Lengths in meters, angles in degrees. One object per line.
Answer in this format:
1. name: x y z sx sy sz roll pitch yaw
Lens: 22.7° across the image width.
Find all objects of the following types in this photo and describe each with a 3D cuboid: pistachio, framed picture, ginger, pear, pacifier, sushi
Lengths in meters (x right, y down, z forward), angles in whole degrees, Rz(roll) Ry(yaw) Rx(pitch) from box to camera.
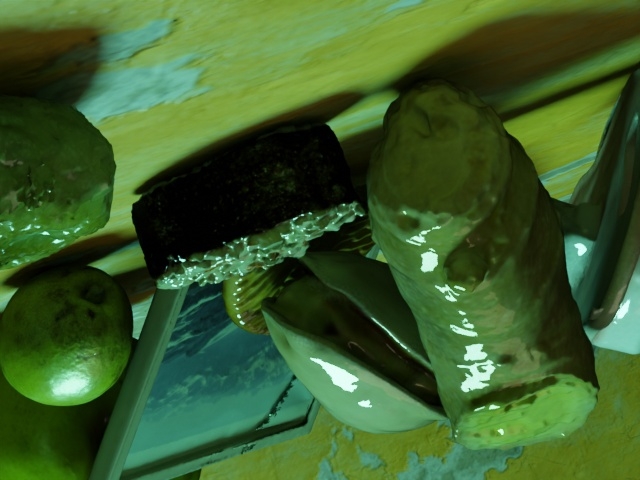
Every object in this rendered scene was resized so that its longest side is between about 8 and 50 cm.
1. pistachio: 0.038 0.080 1.241 0.126 0.152 0.223 -53 147 2
2. framed picture: -0.057 0.084 1.368 0.335 0.022 0.247 -7 121 -61
3. ginger: 0.115 0.029 1.116 0.126 0.354 0.190 -13 -144 8
4. pear: -0.242 0.196 1.468 0.253 0.253 0.307 -15 173 -37
5. pear: -0.193 0.072 1.225 0.107 0.107 0.131 -12 157 -47
6. pacifier: 0.200 -0.003 1.298 0.273 0.220 0.332 -17 151 -20
7. sushi: -0.051 -0.019 1.051 0.150 0.078 0.090 -21 172 14

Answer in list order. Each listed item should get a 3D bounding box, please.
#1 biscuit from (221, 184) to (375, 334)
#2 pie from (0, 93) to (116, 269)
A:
1. biscuit: 0.001 0.001 1.304 0.228 0.031 0.176 -40 157 -33
2. pie: -0.251 0.007 0.749 0.323 0.070 0.323 -19 174 -2
